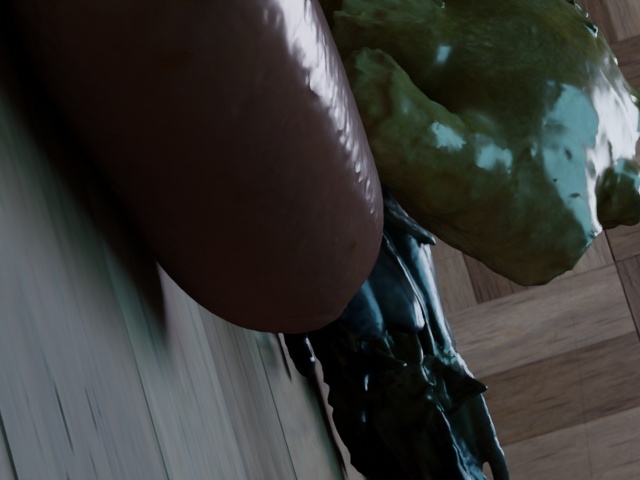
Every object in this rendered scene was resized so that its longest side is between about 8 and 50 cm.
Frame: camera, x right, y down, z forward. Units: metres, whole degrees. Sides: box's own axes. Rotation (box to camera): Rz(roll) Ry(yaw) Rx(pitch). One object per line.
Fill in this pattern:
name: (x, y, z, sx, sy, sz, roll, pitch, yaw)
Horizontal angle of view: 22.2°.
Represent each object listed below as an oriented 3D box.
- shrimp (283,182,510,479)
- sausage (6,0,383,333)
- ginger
shrimp: (0.008, -0.003, 0.695, 0.178, 0.075, 0.289, -6, 80, -78)
sausage: (-0.023, -0.029, 0.371, 0.154, 0.062, 0.062, 65, 9, -60)
ginger: (0.066, -0.064, 0.696, 0.102, 0.157, 0.216, -58, -166, 30)
